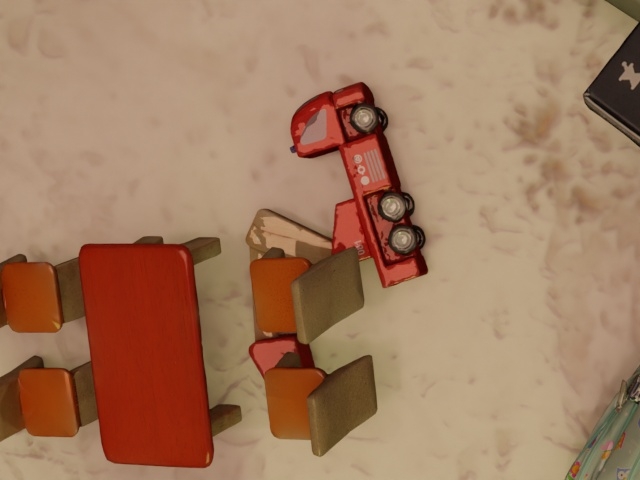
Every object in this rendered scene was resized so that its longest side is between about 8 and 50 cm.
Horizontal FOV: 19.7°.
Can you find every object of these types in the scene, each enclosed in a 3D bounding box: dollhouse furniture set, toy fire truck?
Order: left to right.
[{"bbox_3d":[-0.108,0.127,1.211,0.262,0.135,0.259,-1,103,24],"label":"dollhouse furniture set"},{"bbox_3d":[0.000,0.000,1.264,0.135,0.047,0.192,-18,88,11],"label":"toy fire truck"}]

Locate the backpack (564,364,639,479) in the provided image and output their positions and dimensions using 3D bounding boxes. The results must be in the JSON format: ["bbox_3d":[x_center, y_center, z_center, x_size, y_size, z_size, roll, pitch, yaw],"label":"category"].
[{"bbox_3d":[0.243,0.142,1.185,0.152,0.115,0.182,24,100,-37],"label":"backpack"}]

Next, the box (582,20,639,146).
[{"bbox_3d":[0.370,-0.119,1.045,0.179,0.312,0.343,42,99,36],"label":"box"}]

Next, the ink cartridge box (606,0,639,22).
[{"bbox_3d":[0.253,-0.248,1.152,0.168,0.171,0.232,35,97,7],"label":"ink cartridge box"}]
